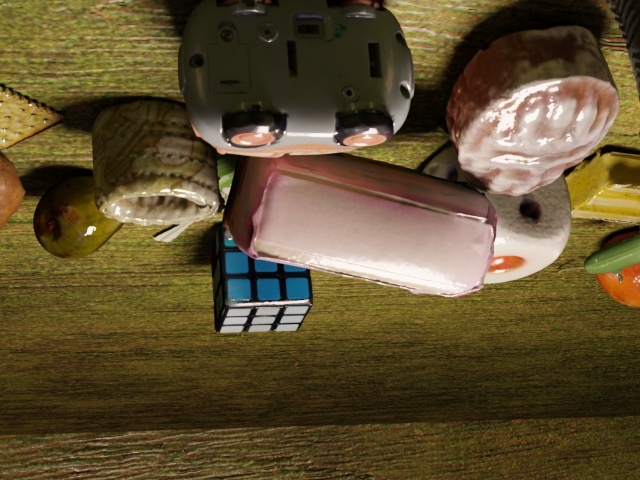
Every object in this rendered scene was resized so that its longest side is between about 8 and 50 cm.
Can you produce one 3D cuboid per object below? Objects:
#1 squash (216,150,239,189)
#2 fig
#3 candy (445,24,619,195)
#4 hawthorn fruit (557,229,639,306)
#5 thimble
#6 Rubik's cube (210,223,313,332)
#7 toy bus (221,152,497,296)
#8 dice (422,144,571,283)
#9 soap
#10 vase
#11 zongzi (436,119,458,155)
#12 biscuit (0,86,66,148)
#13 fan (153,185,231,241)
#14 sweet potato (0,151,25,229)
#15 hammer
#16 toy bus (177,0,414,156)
[{"bbox_3d":[-0.116,-0.130,1.728,0.219,0.068,0.077,-26,-165,35],"label":"squash"},{"bbox_3d":[-0.365,-0.052,1.847,0.126,0.185,0.133,32,124,2],"label":"fig"},{"bbox_3d":[0.280,-0.177,1.594,0.214,0.157,0.289,-7,154,-12],"label":"candy"},{"bbox_3d":[0.578,0.049,2.330,0.285,0.165,0.165,7,172,43],"label":"hawthorn fruit"},{"bbox_3d":[-0.226,-0.107,1.658,0.190,0.144,0.137,3,157,-20],"label":"thimble"},{"bbox_3d":[-0.108,0.067,2.109,0.160,0.162,0.163,-1,159,-11],"label":"Rubik's cube"},{"bbox_3d":[0.069,-0.019,1.639,0.386,0.171,0.162,11,-161,-16],"label":"toy bus"},{"bbox_3d":[0.272,-0.046,1.877,0.194,0.192,0.193,7,157,-26],"label":"dice"},{"bbox_3d":[0.532,-0.088,1.995,0.233,0.076,0.135,6,155,-30],"label":"soap"},{"bbox_3d":[0.388,-0.229,1.371,0.115,0.238,0.115,-5,159,-2],"label":"vase"},{"bbox_3d":[0.208,-0.169,1.752,0.083,0.073,0.067,-49,152,0],"label":"zongzi"},{"bbox_3d":[-0.463,-0.176,1.597,0.144,0.016,0.203,-20,155,32],"label":"biscuit"},{"bbox_3d":[-0.160,-0.069,1.948,0.233,0.012,0.414,10,153,-32],"label":"fan"},{"bbox_3d":[-0.503,-0.060,1.777,0.106,0.095,0.354,-3,161,-18],"label":"sweet potato"},{"bbox_3d":[0.574,0.011,2.029,0.206,0.119,0.335,6,160,-29],"label":"hammer"},{"bbox_3d":[-0.035,-0.195,1.453,0.287,0.194,0.232,-2,171,-11],"label":"toy bus"}]
